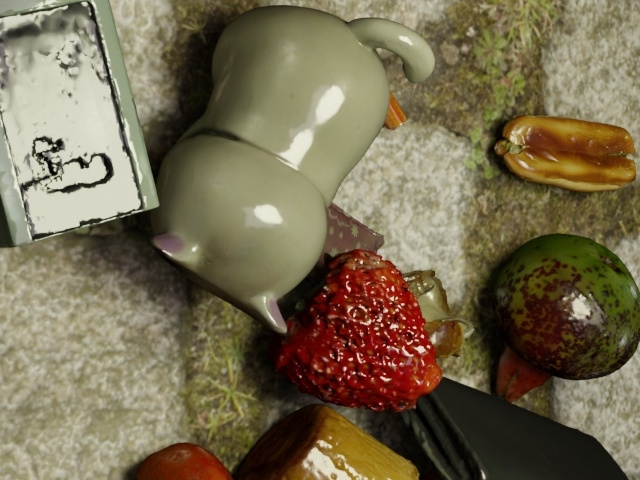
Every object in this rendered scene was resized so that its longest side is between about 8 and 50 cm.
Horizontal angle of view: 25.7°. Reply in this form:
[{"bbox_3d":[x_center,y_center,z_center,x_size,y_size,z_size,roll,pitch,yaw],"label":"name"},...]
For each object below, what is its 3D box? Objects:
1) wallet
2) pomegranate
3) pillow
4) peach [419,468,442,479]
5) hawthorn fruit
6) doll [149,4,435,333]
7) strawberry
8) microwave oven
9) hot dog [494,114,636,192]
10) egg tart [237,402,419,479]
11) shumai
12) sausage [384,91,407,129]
[{"bbox_3d":[0.271,0.285,1.784,0.406,0.228,0.062,26,109,-39],"label":"wallet"},{"bbox_3d":[0.304,0.114,1.848,0.214,0.214,0.248,23,112,-32],"label":"pomegranate"},{"bbox_3d":[0.000,0.000,1.717,0.185,0.043,0.118,33,73,-29],"label":"pillow"},{"bbox_3d":[0.178,0.371,1.765,0.184,0.184,0.184,-1,91,-34],"label":"peach"},{"bbox_3d":[-0.151,0.291,1.581,0.128,0.128,0.128,-1,91,-34],"label":"hawthorn fruit"},{"bbox_3d":[-0.056,-0.100,1.578,0.215,0.226,0.370,41,73,-32],"label":"doll"},{"bbox_3d":[0.050,0.118,1.650,0.201,0.184,0.187,39,53,13],"label":"strawberry"},{"bbox_3d":[-0.301,-0.155,1.398,0.181,0.237,0.295,-19,99,-32],"label":"microwave oven"},{"bbox_3d":[0.339,-0.116,1.925,0.250,0.068,0.100,4,78,-36],"label":"hot dog"},{"bbox_3d":[-0.001,0.291,1.639,0.147,0.202,0.202,47,67,-16],"label":"egg tart"},{"bbox_3d":[0.135,0.103,1.764,0.146,0.116,0.145,-1,91,-36],"label":"shumai"},{"bbox_3d":[0.070,-0.190,1.767,0.031,0.031,0.107,-45,113,-24],"label":"sausage"}]
